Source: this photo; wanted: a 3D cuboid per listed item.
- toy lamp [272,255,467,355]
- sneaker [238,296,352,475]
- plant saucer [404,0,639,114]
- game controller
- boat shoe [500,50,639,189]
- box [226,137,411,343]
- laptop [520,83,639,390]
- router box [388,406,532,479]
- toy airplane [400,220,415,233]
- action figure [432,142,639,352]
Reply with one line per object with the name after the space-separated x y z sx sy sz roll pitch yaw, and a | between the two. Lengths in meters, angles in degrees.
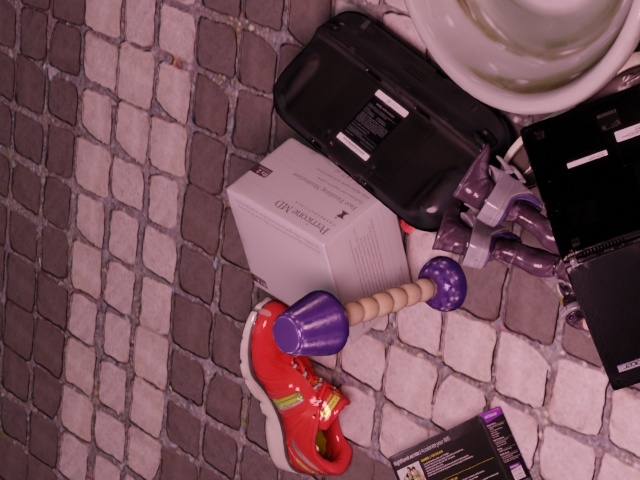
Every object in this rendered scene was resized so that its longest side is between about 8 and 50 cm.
0.057 0.081 1.947 0.080 0.274 0.080 13 109 44 | toy lamp
-0.019 0.192 2.165 0.118 0.107 0.279 7 129 35 | sneaker
0.235 -0.338 1.767 0.400 0.100 0.400 24 120 49 | plant saucer
0.081 -0.146 1.977 0.319 0.067 0.166 41 97 32 | game controller
0.286 -0.114 1.804 0.228 0.081 0.069 -43 65 40 | boat shoe
0.000 0.000 2.052 0.181 0.119 0.182 30 149 37 | box
0.362 -0.020 1.710 0.234 0.136 0.264 -20 60 10 | laptop
0.177 0.298 2.046 0.179 0.046 0.133 -33 76 45 | router box
0.122 -0.086 2.014 0.151 0.028 0.151 -1 88 36 | toy airplane
0.271 0.018 1.812 0.285 0.099 0.185 31 133 7 | action figure
